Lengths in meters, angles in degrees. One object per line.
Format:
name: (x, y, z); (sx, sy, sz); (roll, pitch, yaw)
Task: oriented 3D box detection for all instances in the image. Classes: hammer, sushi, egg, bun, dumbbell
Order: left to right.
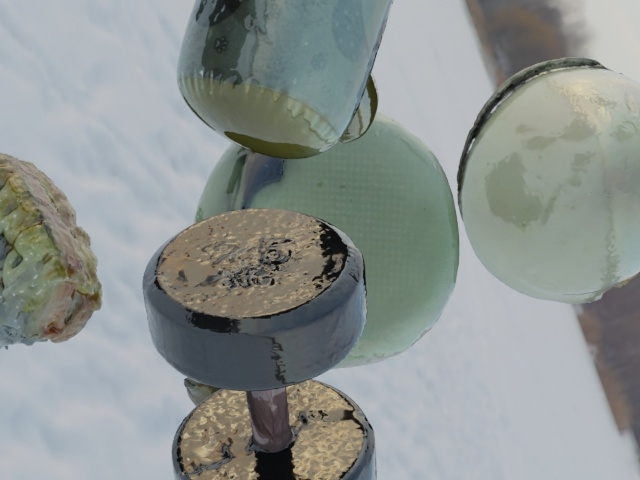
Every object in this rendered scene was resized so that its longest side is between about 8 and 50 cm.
sushi: (-0.380, 0.007, 1.599); (0.274, 0.184, 0.139); (58, 13, 23)
dumbbell: (-0.038, 0.101, 0.966); (0.152, 0.152, 0.218); (-97, -178, -55)
bun: (0.000, 0.000, 1.461); (0.293, 0.293, 0.187); (70, -16, -1)
hammer: (0.004, -0.130, 0.879); (0.305, 0.113, 0.202); (51, 59, -76)
egg: (0.296, -0.047, 1.516); (0.174, 0.264, 0.286); (-113, -147, -67)

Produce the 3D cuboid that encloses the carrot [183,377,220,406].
carrot: (-0.032, 0.180, 1.244); (0.342, 0.070, 0.070); (47, 24, -55)
